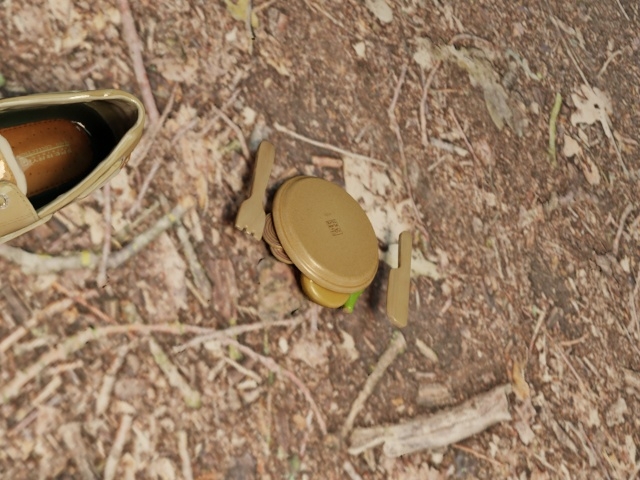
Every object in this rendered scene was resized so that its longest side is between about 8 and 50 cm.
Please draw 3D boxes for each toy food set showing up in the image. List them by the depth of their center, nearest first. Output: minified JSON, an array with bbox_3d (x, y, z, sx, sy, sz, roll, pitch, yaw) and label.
[{"bbox_3d":[0.000,0.000,1.077,0.192,0.038,0.132,33,43,-23],"label":"toy food set"}]

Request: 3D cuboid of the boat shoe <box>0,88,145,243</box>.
[{"bbox_3d":[-0.246,-0.045,0.798,0.302,0.103,0.113,-35,96,-47],"label":"boat shoe"}]
